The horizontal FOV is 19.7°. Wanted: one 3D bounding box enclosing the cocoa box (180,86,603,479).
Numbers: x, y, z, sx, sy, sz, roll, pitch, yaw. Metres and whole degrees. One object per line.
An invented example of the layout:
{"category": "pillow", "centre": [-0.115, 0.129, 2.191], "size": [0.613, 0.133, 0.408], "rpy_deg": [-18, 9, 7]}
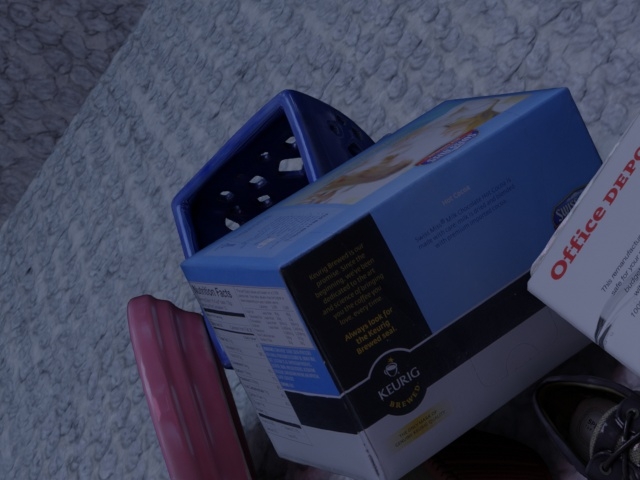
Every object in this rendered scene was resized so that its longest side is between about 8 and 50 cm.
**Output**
{"category": "cocoa box", "centre": [0.092, 0.034, 1.725], "size": [0.347, 0.228, 0.231], "rpy_deg": [-32, 14, -23]}

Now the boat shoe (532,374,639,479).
{"category": "boat shoe", "centre": [0.267, 0.179, 1.560], "size": [0.102, 0.092, 0.285], "rpy_deg": [-60, 23, 1]}

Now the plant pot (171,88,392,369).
{"category": "plant pot", "centre": [0.000, 0.000, 2.083], "size": [0.236, 0.212, 0.236], "rpy_deg": [-42, 54, 35]}

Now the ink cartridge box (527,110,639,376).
{"category": "ink cartridge box", "centre": [0.327, 0.034, 1.516], "size": [0.197, 0.114, 0.273], "rpy_deg": [-56, 39, 6]}

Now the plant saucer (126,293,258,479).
{"category": "plant saucer", "centre": [-0.136, 0.215, 2.111], "size": [0.084, 0.332, 0.332], "rpy_deg": [-18, 29, -2]}

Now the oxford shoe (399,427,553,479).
{"category": "oxford shoe", "centre": [0.126, 0.243, 1.773], "size": [0.348, 0.123, 0.130], "rpy_deg": [-140, 60, -68]}
